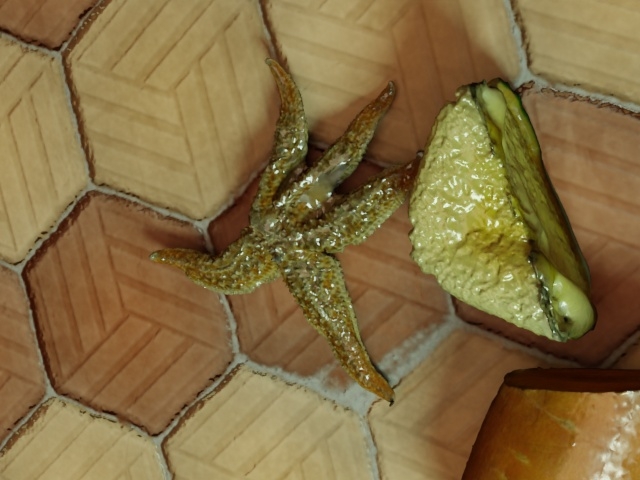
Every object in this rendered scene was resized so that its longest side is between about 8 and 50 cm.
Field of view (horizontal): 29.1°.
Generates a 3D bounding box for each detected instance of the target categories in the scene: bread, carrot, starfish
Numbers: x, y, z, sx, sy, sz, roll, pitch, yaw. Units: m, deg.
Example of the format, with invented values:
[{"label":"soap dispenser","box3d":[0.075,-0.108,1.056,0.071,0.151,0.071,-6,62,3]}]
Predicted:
[{"label":"bread","box3d":[0.149,-0.010,1.126,0.133,0.174,0.251,-23,89,21]},{"label":"carrot","box3d":[0.218,0.246,1.131,0.214,0.193,0.331,19,102,28]},{"label":"starfish","box3d":[0.003,-0.024,1.234,0.301,0.084,0.293,33,111,17]}]
